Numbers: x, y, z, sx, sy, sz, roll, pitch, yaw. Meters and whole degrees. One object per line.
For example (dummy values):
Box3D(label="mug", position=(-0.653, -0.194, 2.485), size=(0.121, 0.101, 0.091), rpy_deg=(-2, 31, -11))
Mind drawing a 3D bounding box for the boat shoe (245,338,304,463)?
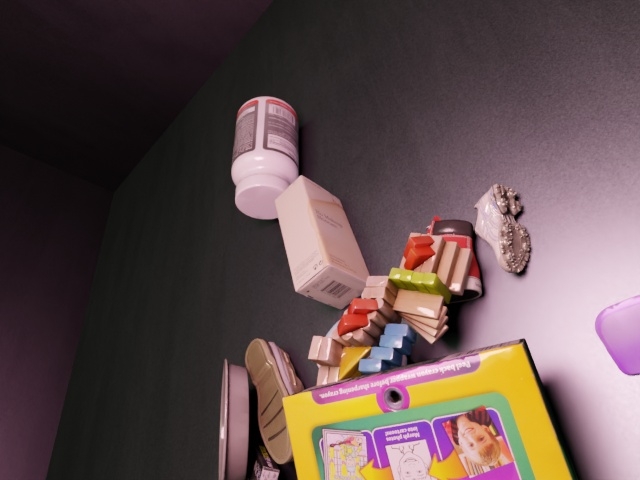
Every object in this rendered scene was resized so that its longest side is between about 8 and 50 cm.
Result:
Box3D(label="boat shoe", position=(-0.085, 0.358, 0.985), size=(0.113, 0.103, 0.302), rpy_deg=(-49, 40, 22))

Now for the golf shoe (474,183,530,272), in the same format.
Box3D(label="golf shoe", position=(0.325, -0.013, 0.781), size=(0.086, 0.069, 0.176), rpy_deg=(136, 145, -54))

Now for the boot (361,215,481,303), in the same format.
Box3D(label="boot", position=(0.195, 0.046, 0.866), size=(0.244, 0.088, 0.176), rpy_deg=(-17, 56, 33))

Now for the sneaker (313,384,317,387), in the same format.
Box3D(label="sneaker", position=(0.028, 0.393, 0.876), size=(0.086, 0.064, 0.192), rpy_deg=(-20, 55, 32))

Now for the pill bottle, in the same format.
Box3D(label="pill bottle", position=(-0.175, -0.263, 1.363), size=(0.210, 0.210, 0.362), rpy_deg=(-28, 49, 36))

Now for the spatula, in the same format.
Box3D(label="spatula", position=(0.443, 0.213, 0.525), size=(0.084, 0.030, 0.296), rpy_deg=(-35, 46, 33))

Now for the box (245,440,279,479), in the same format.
Box3D(label="box", position=(-0.148, 0.564, 0.929), size=(0.184, 0.045, 0.190), rpy_deg=(156, 131, -71))

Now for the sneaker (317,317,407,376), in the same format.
Box3D(label="sneaker", position=(0.112, 0.258, 0.795), size=(0.150, 0.135, 0.366), rpy_deg=(-60, 39, 9))

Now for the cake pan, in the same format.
Box3D(label="cake pan", position=(-0.205, 0.428, 0.998), size=(0.293, 0.054, 0.293), rpy_deg=(-177, 90, -76))

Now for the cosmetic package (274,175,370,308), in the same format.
Box3D(label="cosmetic package", position=(0.000, 0.000, 1.054), size=(0.113, 0.160, 0.309), rpy_deg=(-41, 44, 25))

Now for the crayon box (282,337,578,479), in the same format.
Box3D(label="crayon box", position=(0.151, 0.335, 0.589), size=(0.363, 0.106, 0.312), rpy_deg=(-21, 73, 23))

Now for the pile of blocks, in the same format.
Box3D(label="pile of blocks", position=(0.115, 0.127, 0.729), size=(0.362, 0.113, 0.149), rpy_deg=(-50, 44, -2))
